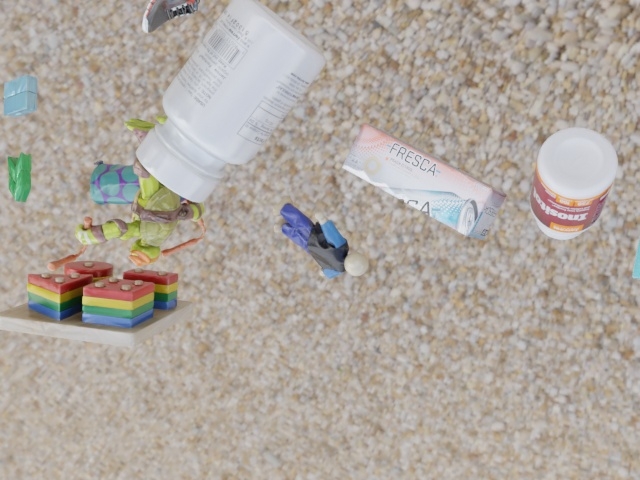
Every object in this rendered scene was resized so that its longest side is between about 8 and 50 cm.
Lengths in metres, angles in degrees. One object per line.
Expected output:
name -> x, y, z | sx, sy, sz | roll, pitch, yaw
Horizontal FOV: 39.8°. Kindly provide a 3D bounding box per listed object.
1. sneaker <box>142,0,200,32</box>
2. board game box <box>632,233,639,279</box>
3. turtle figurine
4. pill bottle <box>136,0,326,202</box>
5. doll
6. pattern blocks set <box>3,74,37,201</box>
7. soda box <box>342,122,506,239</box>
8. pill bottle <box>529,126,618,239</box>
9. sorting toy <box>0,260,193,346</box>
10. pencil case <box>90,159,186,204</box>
sneaker -> -0.246, -0.413, 1.531 | 0.065, 0.158, 0.061 | 36, 165, 0
board game box -> 0.604, 0.039, 1.106 | 0.253, 0.079, 0.336 | 12, 177, -16
turtle figurine -> -0.230, -0.050, 1.171 | 0.087, 0.269, 0.217 | 27, 115, 35
pill bottle -> -0.111, -0.164, 1.045 | 0.131, 0.131, 0.229 | 38, 102, -6
doll -> 0.000, 0.000, 1.391 | 0.189, 0.046, 0.129 | 35, 142, 33
pattern blocks set -> -0.496, -0.106, 1.193 | 0.324, 0.026, 0.286 | 1, 83, 33
soda box -> 0.118, -0.070, 1.023 | 0.183, 0.058, 0.063 | 31, 101, 28
pill bottle -> 0.286, -0.058, 1.014 | 0.086, 0.086, 0.152 | 16, 161, 15
sorting toy -> -0.387, 0.098, 1.549 | 0.255, 0.257, 0.089 | 6, 99, 13
pencil case -> -0.259, -0.085, 1.272 | 0.151, 0.070, 0.065 | 1, 120, 28
